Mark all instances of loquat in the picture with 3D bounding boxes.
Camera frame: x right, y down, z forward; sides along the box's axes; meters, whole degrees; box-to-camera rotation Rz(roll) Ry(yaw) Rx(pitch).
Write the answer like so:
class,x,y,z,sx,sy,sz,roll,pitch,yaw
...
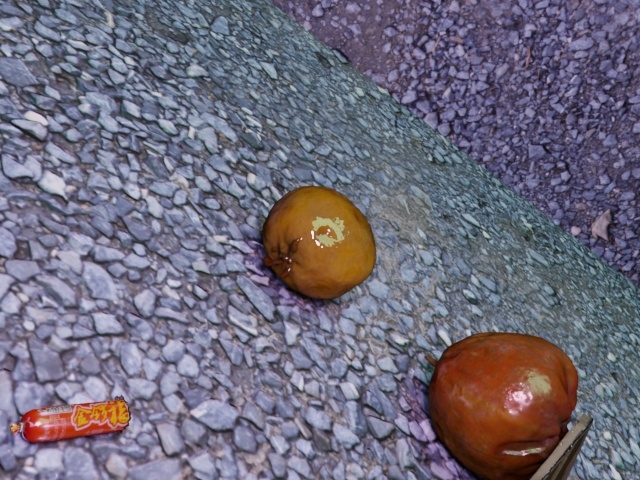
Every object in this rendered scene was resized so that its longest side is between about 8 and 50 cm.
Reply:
class,x,y,z,sx,sy,sz,roll,pitch,yaw
loquat,0.000,0.000,1.384,0.238,0.193,0.238,30,39,-27

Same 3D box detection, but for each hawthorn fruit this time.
class,x,y,z,sx,sy,sz,roll,pitch,yaw
hawthorn fruit,0.310,0.288,1.345,0.298,0.277,0.277,26,20,30

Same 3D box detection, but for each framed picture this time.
class,x,y,z,sx,sy,sz,roll,pitch,yaw
framed picture,0.351,0.441,1.203,0.022,0.247,0.335,26,22,29

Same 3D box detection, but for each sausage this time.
class,x,y,z,sx,sy,sz,roll,pitch,yaw
sausage,-0.306,0.218,0.896,0.145,0.048,0.050,5,85,-44
